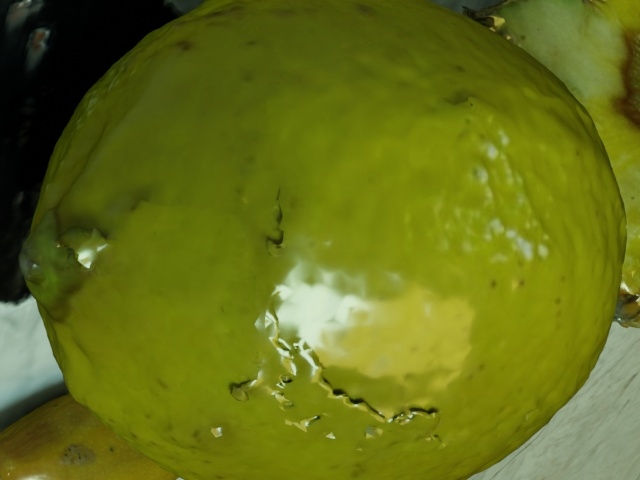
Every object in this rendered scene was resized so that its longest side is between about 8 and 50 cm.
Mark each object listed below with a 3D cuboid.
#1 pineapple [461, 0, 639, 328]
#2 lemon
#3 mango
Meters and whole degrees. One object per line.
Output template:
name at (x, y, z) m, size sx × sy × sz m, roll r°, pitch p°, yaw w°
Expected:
pineapple at (0.116, -0.076, 1.031) m, size 0.164 × 0.249 × 0.140 m, roll 5°, pitch 174°, yaw -35°
lemon at (0.000, 0.000, 0.867) m, size 0.310 × 0.253 × 0.253 m, roll 3°, pitch 133°, yaw -37°
mango at (-0.130, 0.128, 1.090) m, size 0.098 × 0.075 × 0.190 m, roll -36°, pitch 162°, yaw 31°
